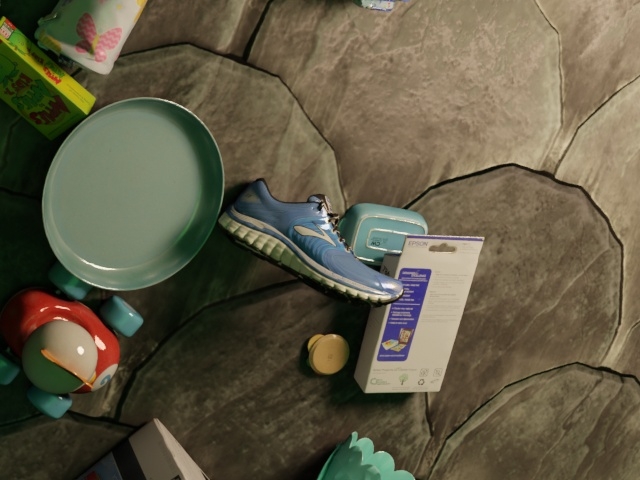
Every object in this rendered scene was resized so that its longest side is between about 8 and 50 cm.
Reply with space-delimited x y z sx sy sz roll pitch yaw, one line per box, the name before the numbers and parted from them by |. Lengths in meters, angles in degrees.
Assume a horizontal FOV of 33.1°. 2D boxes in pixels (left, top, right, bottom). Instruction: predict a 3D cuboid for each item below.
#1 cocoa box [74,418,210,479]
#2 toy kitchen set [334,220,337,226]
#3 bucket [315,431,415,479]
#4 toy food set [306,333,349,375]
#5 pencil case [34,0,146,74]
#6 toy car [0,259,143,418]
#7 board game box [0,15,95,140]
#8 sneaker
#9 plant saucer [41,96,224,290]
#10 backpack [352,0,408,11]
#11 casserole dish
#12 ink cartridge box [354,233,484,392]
cocoa box | -0.262 0.506 1.774 0.228 0.347 0.231 -37 117 -7
toy kitchen set | 0.011 -0.005 1.880 0.068 0.075 0.083 -32 121 -11
bucket | 0.096 0.512 1.980 0.183 0.281 0.281 -48 118 2
toy food set | 0.014 0.210 1.981 0.083 0.020 0.082 -5 108 -22
pencil case | -0.316 -0.382 1.603 0.124 0.113 0.273 29 94 -4
toy car | -0.393 0.183 1.678 0.219 0.238 0.210 -49 118 -2
board game box | -0.437 -0.239 1.608 0.092 0.043 0.181 -27 123 33
sneaker | 0.000 0.000 1.797 0.330 0.130 0.147 30 82 3
plant saucer | -0.300 -0.075 1.712 0.318 0.044 0.317 -15 115 -34
backpack | 0.098 -0.428 1.770 0.114 0.105 0.084 1 128 -24
casserole dish | 0.119 -0.003 1.949 0.189 0.037 0.114 9 103 -24
ink cartridge box | 0.178 0.126 1.973 0.166 0.065 0.332 4 116 -23
